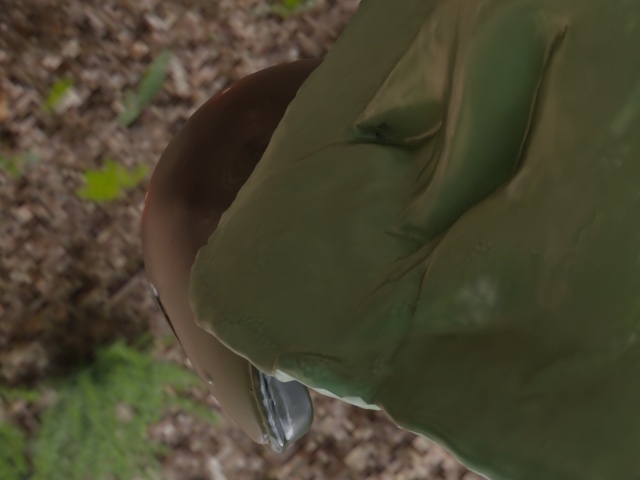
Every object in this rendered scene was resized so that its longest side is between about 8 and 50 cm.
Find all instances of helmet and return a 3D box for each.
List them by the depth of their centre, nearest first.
[{"bbox_3d":[0.000,0.000,1.052,0.189,0.193,0.216,-29,167,-15],"label":"helmet"}]

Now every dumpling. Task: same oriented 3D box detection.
[{"bbox_3d":[0.118,-0.017,0.664,0.212,0.320,0.270,39,88,-10],"label":"dumpling"}]
